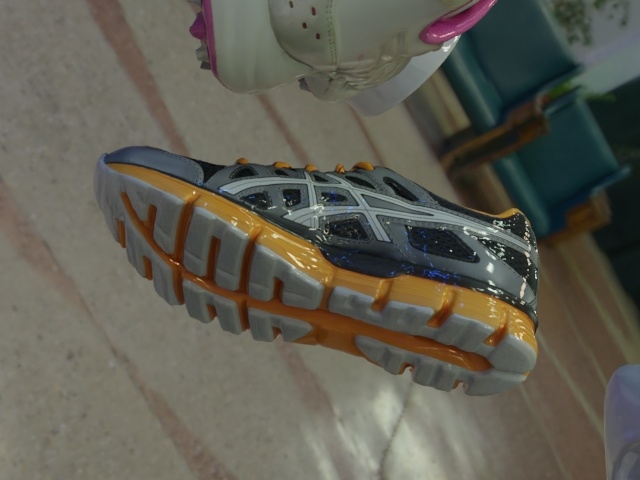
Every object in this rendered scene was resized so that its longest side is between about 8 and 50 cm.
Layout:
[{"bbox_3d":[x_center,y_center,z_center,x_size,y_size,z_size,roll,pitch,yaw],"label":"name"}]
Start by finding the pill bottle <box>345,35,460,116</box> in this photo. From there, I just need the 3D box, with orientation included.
[{"bbox_3d":[-0.021,-0.224,0.919,0.272,0.152,0.152,44,25,-19],"label":"pill bottle"}]

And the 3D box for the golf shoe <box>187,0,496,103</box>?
[{"bbox_3d":[0.039,-0.131,0.632,0.306,0.140,0.115,-39,121,-70],"label":"golf shoe"}]

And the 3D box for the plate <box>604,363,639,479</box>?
[{"bbox_3d":[0.254,0.220,0.706,0.045,0.277,0.278,-1,90,-29],"label":"plate"}]

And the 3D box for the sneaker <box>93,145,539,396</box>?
[{"bbox_3d":[0.000,0.000,0.559,0.214,0.084,0.083,20,56,2],"label":"sneaker"}]
